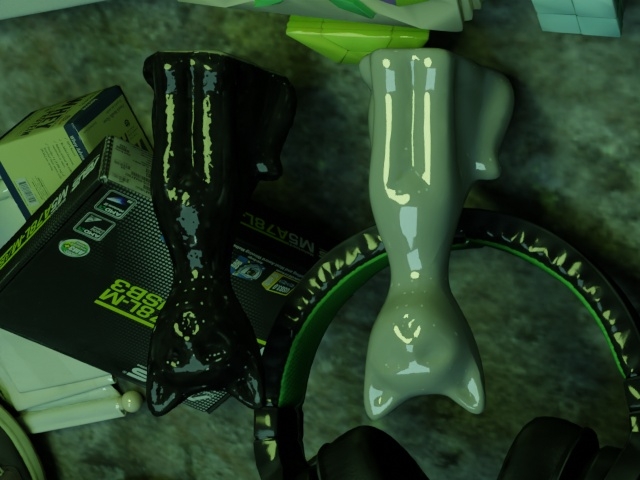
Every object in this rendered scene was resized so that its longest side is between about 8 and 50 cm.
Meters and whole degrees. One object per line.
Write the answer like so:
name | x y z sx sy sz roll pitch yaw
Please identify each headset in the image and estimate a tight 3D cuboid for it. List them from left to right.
headset | 0.094 0.180 1.133 0.243 0.185 0.394 -6 81 18

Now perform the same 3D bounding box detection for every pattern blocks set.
pattern blocks set | -0.011 -0.157 0.988 0.325 0.026 0.285 2 160 27

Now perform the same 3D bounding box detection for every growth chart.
growth chart | -0.227 0.045 1.375 0.172 0.021 0.237 -4 119 33

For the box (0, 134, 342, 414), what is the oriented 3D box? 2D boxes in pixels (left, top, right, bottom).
box | -0.103 0.028 1.221 0.191 0.045 0.184 26 135 -25

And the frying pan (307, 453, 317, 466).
frying pan | -0.058 0.259 1.407 0.326 0.053 0.197 -14 113 40

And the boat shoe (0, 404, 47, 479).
boat shoe | -0.256 0.200 1.447 0.080 0.073 0.223 -2 129 32

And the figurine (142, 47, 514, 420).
figurine | 0.000 0.000 1.078 0.215 0.092 0.209 1 85 15

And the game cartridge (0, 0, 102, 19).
game cartridge | -0.196 -0.235 1.145 0.294 0.060 0.196 -6 114 34

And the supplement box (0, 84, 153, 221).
supplement box | -0.160 -0.047 1.247 0.083 0.056 0.083 -13 114 37
